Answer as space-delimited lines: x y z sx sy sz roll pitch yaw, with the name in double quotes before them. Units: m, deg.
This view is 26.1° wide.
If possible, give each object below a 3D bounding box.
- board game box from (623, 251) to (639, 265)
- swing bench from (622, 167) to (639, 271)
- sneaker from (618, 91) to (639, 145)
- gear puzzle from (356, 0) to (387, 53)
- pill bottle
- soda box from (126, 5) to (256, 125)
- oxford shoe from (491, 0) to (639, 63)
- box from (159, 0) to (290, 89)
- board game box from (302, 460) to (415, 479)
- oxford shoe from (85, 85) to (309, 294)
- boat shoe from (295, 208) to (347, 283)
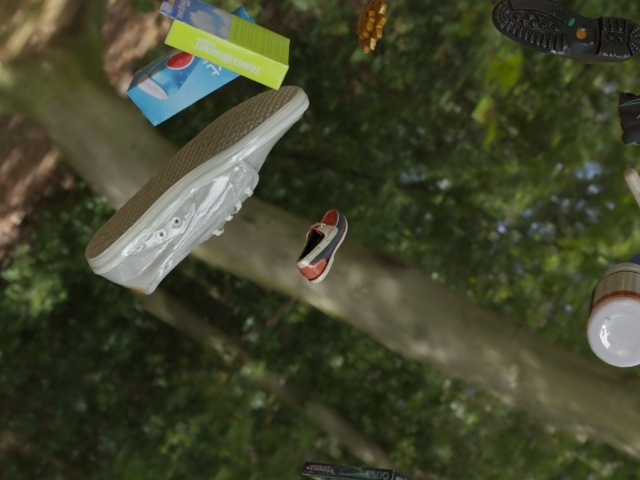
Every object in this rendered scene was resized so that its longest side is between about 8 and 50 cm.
"board game box" 0.682 0.143 2.503 0.232 0.291 0.141 -40 -171 34
"swing bench" 0.542 -0.067 1.779 0.253 0.165 0.255 -48 146 -13
"sneaker" 0.648 -0.254 2.469 0.267 0.106 0.101 -19 169 36
"gear puzzle" 0.094 -0.454 2.104 0.175 0.044 0.339 -157 -101 -70
"pill bottle" 0.513 0.119 2.322 0.121 0.121 0.221 -55 179 22
"soda box" -0.182 -0.257 2.040 0.210 0.071 0.067 -28 -153 23
"oxford shoe" 0.364 -0.307 2.086 0.096 0.227 0.083 117 -11 -83
"box" -0.128 -0.264 1.790 0.109 0.178 0.042 -90 -155 -62
"board game box" 0.078 0.405 2.320 0.186 0.126 0.026 -2 -113 38
"oxford shoe" -0.184 -0.082 2.251 0.449 0.130 0.169 -44 -157 -7
"boat shoe" 0.000 0.000 1.932 0.049 0.043 0.137 -23 -148 38
